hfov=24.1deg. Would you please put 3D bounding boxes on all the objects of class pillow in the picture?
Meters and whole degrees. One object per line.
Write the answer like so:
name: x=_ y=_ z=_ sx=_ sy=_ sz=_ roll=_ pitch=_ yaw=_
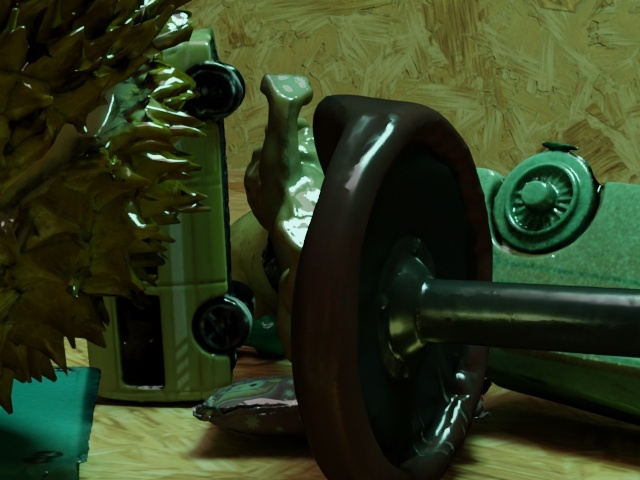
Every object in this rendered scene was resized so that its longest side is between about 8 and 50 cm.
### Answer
pillow: x=0.018 y=0.103 z=0.937 sx=0.185 sy=0.043 sz=0.118 roll=-2 pitch=3 yaw=4

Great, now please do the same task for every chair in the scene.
chair: x=0.150 y=0.040 z=0.745 sx=0.401 sy=0.226 sz=0.226 roll=4 pitch=7 yaw=27

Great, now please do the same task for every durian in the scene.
durian: x=-0.243 y=-0.068 z=0.659 sx=0.384 sy=0.347 sz=0.347 roll=-15 pitch=7 yaw=-1

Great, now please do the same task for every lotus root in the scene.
lotus root: x=0.005 y=0.018 z=1.257 sx=0.257 sy=0.140 sz=0.154 roll=-3 pitch=-4 yaw=41

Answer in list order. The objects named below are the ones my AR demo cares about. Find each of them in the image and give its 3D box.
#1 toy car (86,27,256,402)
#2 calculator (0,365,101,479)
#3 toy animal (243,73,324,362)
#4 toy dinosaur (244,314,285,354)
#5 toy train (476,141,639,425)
toy car: x=-0.110 y=-0.017 z=1.045 sx=0.124 sy=0.256 sz=0.101 roll=-3 pitch=7 yaw=-1
calculator: x=-0.248 y=0.112 z=0.773 sx=0.274 sy=0.058 sz=0.248 roll=-1 pitch=8 yaw=-10
toy animal: x=0.000 y=0.000 z=1.077 sx=0.097 sy=0.157 sz=0.312 roll=0 pitch=48 yaw=-12
toy dinosaur: x=-0.079 y=0.068 z=1.191 sx=0.096 sy=0.059 sz=0.132 roll=14 pitch=6 yaw=40
toy train: x=0.219 y=0.038 z=0.934 sx=0.326 sy=0.159 sz=0.129 roll=9 pitch=-17 yaw=39
